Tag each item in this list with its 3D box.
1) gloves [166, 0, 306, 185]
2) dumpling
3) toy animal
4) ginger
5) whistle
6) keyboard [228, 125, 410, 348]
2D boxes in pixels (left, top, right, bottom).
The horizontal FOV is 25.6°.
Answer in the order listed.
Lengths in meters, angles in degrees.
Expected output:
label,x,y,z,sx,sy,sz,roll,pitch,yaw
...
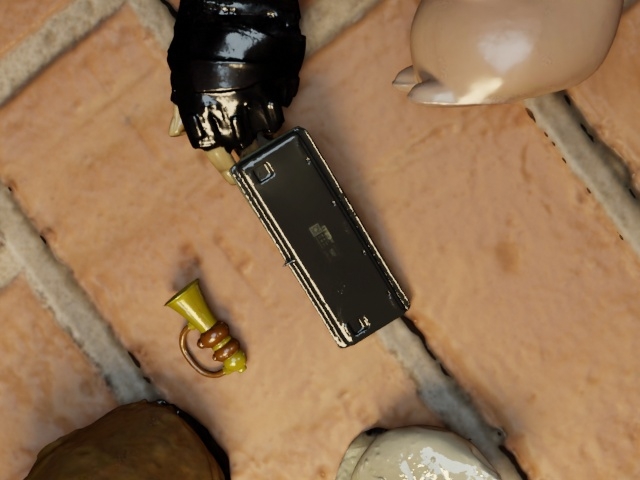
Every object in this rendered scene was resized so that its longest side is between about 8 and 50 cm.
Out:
label,x,y,z,sx,sy,sz,roll,pitch,yaw
gloves,-0.086,-0.159,1.421,0.164,0.124,0.203,-6,86,25
dumpling,0.100,0.260,1.435,0.176,0.092,0.150,14,93,6
toy animal,0.185,-0.259,1.341,0.213,0.195,0.256,2,109,-6
ginger,-0.222,0.303,1.419,0.200,0.223,0.269,23,99,8
whistle,-0.123,0.101,1.477,0.057,0.046,0.109,-33,96,-6
keyboard,0.000,0.000,1.432,0.094,0.025,0.230,-31,106,0
